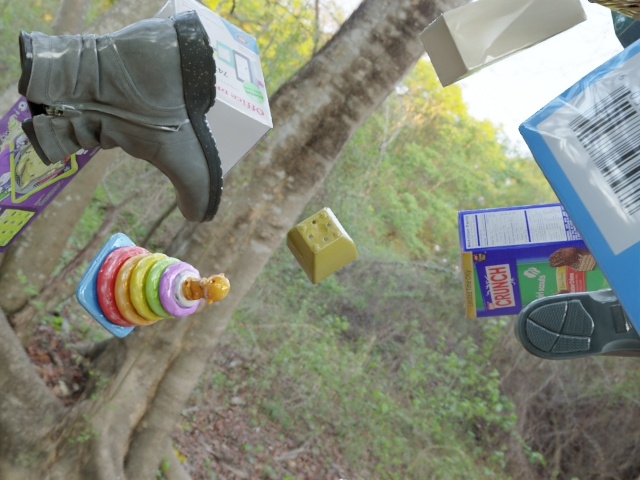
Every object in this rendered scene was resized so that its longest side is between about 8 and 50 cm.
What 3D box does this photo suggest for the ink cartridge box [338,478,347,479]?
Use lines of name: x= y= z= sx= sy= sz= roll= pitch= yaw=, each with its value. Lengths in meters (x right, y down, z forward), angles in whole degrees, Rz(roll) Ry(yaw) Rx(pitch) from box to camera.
ink cartridge box: x=0.066 y=0.476 z=0.944 sx=0.219 sy=0.093 sz=0.160 roll=31 pitch=9 yaw=30

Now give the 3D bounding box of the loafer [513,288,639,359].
loafer: x=0.359 y=0.094 z=0.731 sx=0.267 sy=0.096 sz=0.084 roll=-2 pitch=-9 yaw=8

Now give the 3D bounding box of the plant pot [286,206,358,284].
plant pot: x=0.000 y=0.000 z=0.898 sx=0.081 sy=0.081 sz=0.083 roll=55 pitch=-8 yaw=17

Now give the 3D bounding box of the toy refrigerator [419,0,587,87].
toy refrigerator: x=0.311 y=-0.363 z=1.081 sx=0.102 sy=0.269 sz=0.094 roll=64 pitch=-18 yaw=-3

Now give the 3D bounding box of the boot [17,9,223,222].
boot: x=-0.180 y=-0.098 z=0.586 sx=0.247 sy=0.161 sz=0.083 roll=97 pitch=-28 yaw=-51

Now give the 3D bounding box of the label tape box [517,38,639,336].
label tape box: x=0.301 y=0.054 z=0.438 sx=0.347 sy=0.115 sz=0.249 roll=34 pitch=31 yaw=-41

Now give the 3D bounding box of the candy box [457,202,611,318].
candy box: x=0.469 y=0.047 z=1.391 sx=0.317 sy=0.122 sz=0.268 roll=-5 pitch=-38 yaw=13

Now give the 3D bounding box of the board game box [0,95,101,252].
board game box: x=-0.519 y=-0.114 z=1.090 sx=0.056 sy=0.347 sz=0.208 roll=47 pitch=7 yaw=6

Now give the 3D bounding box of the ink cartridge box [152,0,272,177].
ink cartridge box: x=-0.239 y=-0.283 z=1.203 sx=0.198 sy=0.197 sz=0.270 roll=22 pitch=42 yaw=-39

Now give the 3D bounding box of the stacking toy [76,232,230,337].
stacking toy: x=-0.291 y=0.089 z=1.206 sx=0.301 sy=0.175 sz=0.166 roll=-2 pitch=-41 yaw=30

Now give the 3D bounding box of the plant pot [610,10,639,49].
plant pot: x=0.765 y=-0.505 z=1.346 sx=0.252 sy=0.248 sz=0.247 roll=9 pitch=-25 yaw=-14

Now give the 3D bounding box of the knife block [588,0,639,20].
knife block: x=0.532 y=-0.467 z=0.966 sx=0.275 sy=0.242 sz=0.088 roll=1 pitch=12 yaw=-34
